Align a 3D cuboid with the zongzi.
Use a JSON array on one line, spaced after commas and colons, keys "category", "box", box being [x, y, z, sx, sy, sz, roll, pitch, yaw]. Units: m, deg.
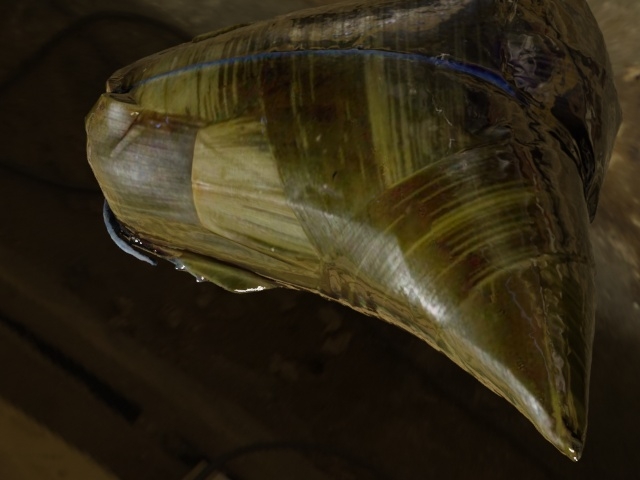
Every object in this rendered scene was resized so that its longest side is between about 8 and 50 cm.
[{"category": "zongzi", "box": [0.000, 0.000, 1.091, 0.403, 0.432, 0.208, -8, 130, 16]}]
